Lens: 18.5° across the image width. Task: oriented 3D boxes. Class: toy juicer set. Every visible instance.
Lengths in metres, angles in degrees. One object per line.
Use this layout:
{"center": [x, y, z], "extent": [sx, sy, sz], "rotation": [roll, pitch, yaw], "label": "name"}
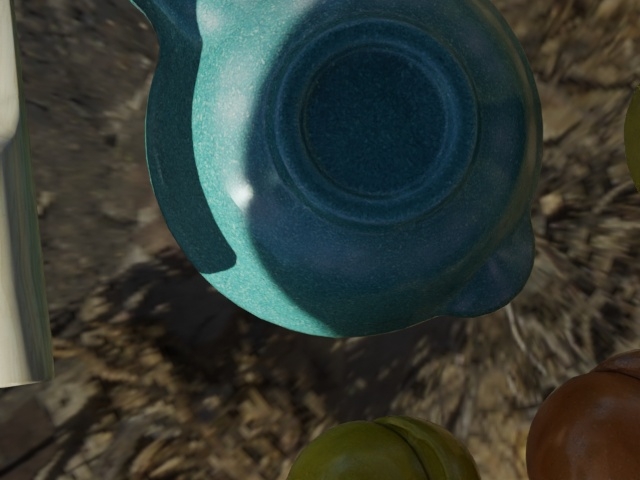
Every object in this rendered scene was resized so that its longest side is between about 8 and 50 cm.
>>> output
{"center": [0.000, 0.000, 0.643], "extent": [0.329, 0.089, 0.209], "rotation": [15, 86, -9], "label": "toy juicer set"}
